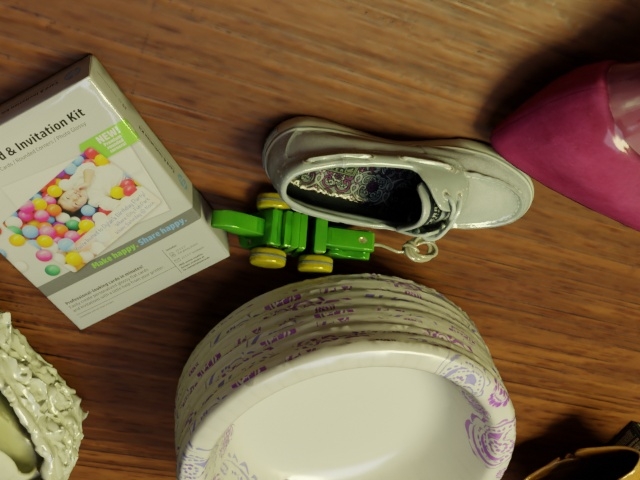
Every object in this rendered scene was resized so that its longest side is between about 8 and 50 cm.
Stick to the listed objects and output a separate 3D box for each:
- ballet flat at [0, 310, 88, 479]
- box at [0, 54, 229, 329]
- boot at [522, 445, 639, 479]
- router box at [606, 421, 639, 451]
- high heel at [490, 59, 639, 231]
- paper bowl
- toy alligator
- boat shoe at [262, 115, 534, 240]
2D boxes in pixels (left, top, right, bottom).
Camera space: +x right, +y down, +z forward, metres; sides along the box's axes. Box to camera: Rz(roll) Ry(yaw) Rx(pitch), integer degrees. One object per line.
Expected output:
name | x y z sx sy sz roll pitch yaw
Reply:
ballet flat | -0.313 0.080 0.639 0.147 0.147 0.409 -26 128 10
box | -0.177 -0.028 0.639 0.145 0.038 0.186 -26 127 10
boot | 0.369 0.282 0.900 0.295 0.104 0.211 -22 128 13
router box | 0.363 0.269 0.981 0.092 0.038 0.122 19 122 -24
high heel | 0.307 -0.032 0.714 0.181 0.127 0.377 -13 141 38
paper bowl | 0.015 0.146 0.744 0.284 0.148 0.284 -5 129 -6
toy alligator | 0.000 0.000 0.690 0.189 0.056 0.051 8 168 -19
boat shoe | 0.067 -0.034 0.652 0.227 0.081 0.079 9 126 -17
